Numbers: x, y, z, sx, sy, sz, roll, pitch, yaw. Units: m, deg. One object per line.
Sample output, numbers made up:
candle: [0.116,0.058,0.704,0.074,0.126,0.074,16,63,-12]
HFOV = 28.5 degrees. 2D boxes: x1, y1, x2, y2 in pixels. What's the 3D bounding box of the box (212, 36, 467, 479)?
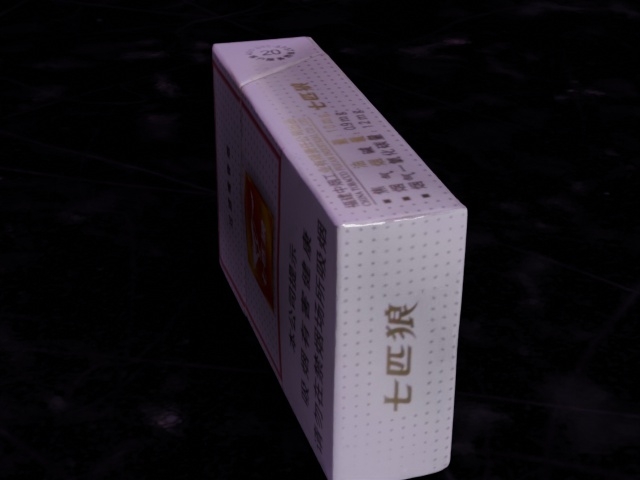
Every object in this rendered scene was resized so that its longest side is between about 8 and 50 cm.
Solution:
box: [0.001,0.000,0.948,0.095,0.210,0.330,-8,30,-15]
